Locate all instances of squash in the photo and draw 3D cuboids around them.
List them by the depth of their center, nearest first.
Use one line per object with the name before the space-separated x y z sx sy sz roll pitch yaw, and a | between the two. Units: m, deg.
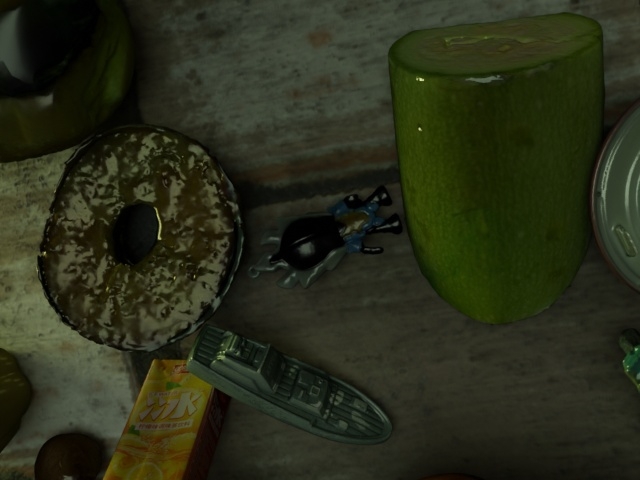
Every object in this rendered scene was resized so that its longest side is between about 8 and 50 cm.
squash | 0.206 -0.073 0.910 0.233 0.210 0.309 -5 120 10

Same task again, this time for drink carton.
drink carton | -0.177 0.240 0.919 0.096 0.223 0.071 -1 127 11

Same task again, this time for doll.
doll | 0.000 0.000 0.950 0.195 0.070 0.096 -24 72 4

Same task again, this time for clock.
clock | 0.395 -0.049 0.835 0.244 0.056 0.245 -1 97 -11

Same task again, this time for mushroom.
mushroom | -0.312 0.307 1.024 0.088 0.073 0.130 -37 87 -20

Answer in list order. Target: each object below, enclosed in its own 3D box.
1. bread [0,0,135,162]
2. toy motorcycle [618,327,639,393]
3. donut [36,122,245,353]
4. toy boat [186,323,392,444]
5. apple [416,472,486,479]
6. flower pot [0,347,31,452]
bread | -0.409 -0.196 0.939 0.376 0.251 0.208 -7 116 12
toy motorcycle | 0.415 0.215 0.813 0.109 0.198 0.296 -45 83 15
donut | -0.210 -0.005 0.978 0.271 0.107 0.272 0 90 7
toy boat | -0.030 0.175 0.936 0.260 0.085 0.078 27 53 -7
apple | 0.190 0.415 0.766 0.400 0.400 0.334 14 78 10
flower pot | -0.468 0.211 0.995 0.195 0.179 0.195 1 94 11
